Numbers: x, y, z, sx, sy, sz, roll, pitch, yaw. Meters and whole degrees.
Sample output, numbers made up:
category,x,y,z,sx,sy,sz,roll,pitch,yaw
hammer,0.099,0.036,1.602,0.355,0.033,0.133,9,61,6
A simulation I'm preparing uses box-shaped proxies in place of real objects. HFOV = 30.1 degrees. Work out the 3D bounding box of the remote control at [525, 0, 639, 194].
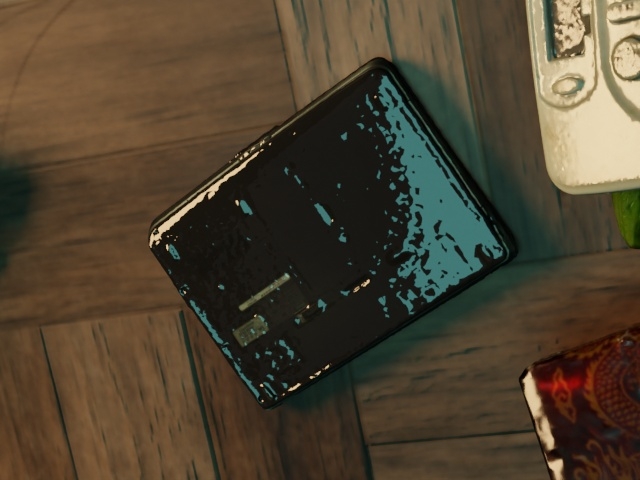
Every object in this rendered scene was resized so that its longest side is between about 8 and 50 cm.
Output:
category,x,y,z,sx,sy,sz,roll,pitch,yaw
remote control,0.156,-0.141,0.642,0.090,0.049,0.230,-5,89,48

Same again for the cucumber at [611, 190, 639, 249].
category,x,y,z,sx,sy,sz,roll,pitch,yaw
cucumber,0.215,-0.112,0.659,0.056,0.056,0.250,25,109,9

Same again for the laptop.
category,x,y,z,sx,sy,sz,roll,pitch,yaw
laptop,0.000,0.000,0.761,0.207,0.026,0.154,-34,93,21

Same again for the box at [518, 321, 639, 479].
category,x,y,z,sx,sy,sz,roll,pitch,yaw
box,0.334,0.126,0.598,0.415,0.116,0.264,-23,71,19
